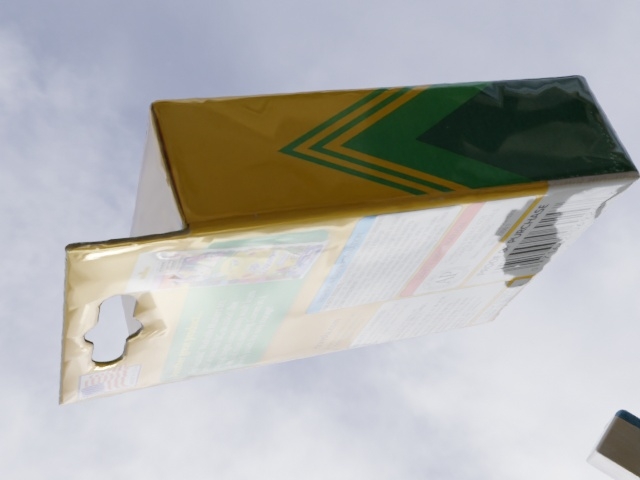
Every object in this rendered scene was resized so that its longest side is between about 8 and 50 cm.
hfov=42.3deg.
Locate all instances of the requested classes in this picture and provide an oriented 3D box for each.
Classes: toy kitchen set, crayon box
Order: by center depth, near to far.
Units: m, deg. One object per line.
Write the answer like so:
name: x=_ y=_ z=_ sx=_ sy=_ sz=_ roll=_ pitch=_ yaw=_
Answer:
crayon box: x=0.000 y=0.000 z=0.510 sx=0.323 sy=0.203 sz=0.083 roll=-8 pitch=-118 yaw=-23
toy kitchen set: x=0.364 y=0.172 z=0.705 sx=0.207 sy=0.122 sz=0.166 roll=31 pitch=-100 yaw=21
